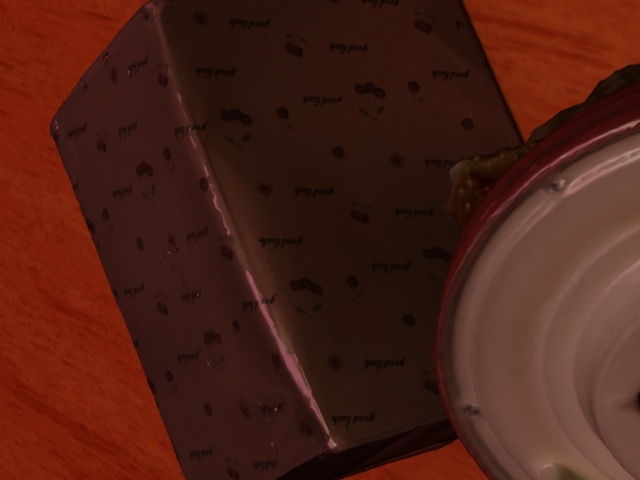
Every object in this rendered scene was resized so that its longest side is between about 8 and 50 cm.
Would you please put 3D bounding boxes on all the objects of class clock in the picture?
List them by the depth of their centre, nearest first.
[{"bbox_3d":[0.209,0.053,0.896,0.080,0.319,0.318,-78,10,-47],"label":"clock"}]

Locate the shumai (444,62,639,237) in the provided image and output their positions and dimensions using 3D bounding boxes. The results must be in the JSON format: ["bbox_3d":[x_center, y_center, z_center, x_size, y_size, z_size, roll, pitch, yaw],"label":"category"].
[{"bbox_3d":[0.152,0.032,1.078,0.225,0.222,0.260,34,132,41],"label":"shumai"}]

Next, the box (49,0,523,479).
[{"bbox_3d":[0.000,0.000,1.267,0.190,0.225,0.297,-41,68,54],"label":"box"}]
